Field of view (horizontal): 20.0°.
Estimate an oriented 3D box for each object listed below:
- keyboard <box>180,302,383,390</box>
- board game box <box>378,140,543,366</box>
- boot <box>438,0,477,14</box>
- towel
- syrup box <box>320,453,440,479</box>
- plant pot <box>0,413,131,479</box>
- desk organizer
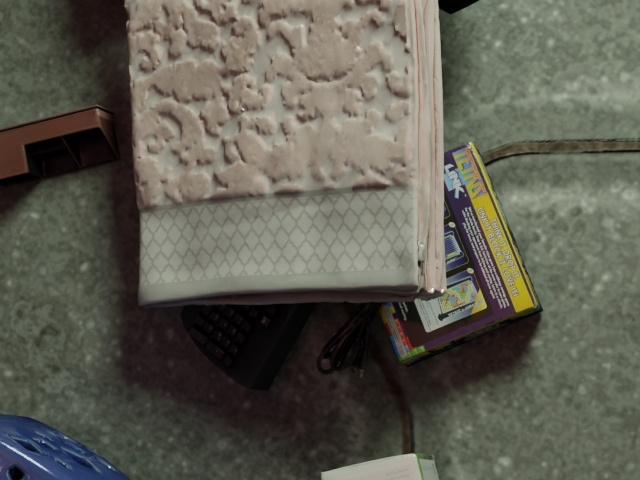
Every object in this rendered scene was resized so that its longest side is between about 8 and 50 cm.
[{"bbox_3d":[0.000,0.000,1.690,0.201,0.033,0.317,34,104,26],"label":"keyboard"},{"bbox_3d":[0.110,0.013,1.691,0.141,0.048,0.170,-22,76,9],"label":"board game box"},{"bbox_3d":[0.035,-0.327,1.732,0.264,0.096,0.280,-26,64,38],"label":"boot"},{"bbox_3d":[-0.040,-0.097,1.666,0.332,0.053,0.317,-4,87,32],"label":"towel"},{"bbox_3d":[0.077,0.316,1.634,0.096,0.093,0.236,-14,79,13],"label":"syrup box"},{"bbox_3d":[-0.255,0.304,1.659,0.212,0.236,0.236,22,88,11],"label":"plant pot"},{"bbox_3d":[-0.270,-0.093,1.810,0.130,0.047,0.050,-13,81,13],"label":"desk organizer"}]
